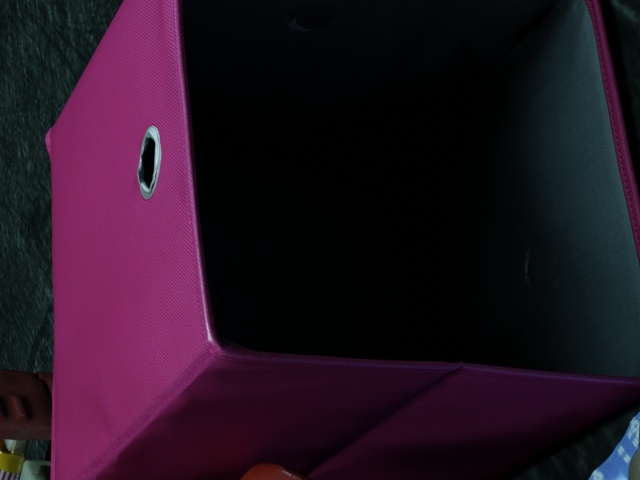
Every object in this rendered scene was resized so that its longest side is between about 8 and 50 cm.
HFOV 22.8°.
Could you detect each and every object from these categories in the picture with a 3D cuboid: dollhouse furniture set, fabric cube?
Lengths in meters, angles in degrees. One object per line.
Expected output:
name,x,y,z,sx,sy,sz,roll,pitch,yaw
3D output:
dollhouse furniture set,-0.246,0.289,1.454,0.374,0.152,0.201,50,128,58
fabric cube,0.000,0.000,0.890,0.258,0.259,0.254,136,134,-54

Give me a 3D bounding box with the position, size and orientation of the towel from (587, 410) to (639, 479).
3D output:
towel,0.219,0.093,0.657,0.336,0.040,0.243,-66,30,30

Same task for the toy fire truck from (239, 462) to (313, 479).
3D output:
toy fire truck,-0.020,0.260,0.863,0.169,0.302,0.254,-52,9,-22

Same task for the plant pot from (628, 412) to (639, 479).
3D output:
plant pot,0.182,0.039,0.559,0.167,0.167,0.165,137,141,-54
